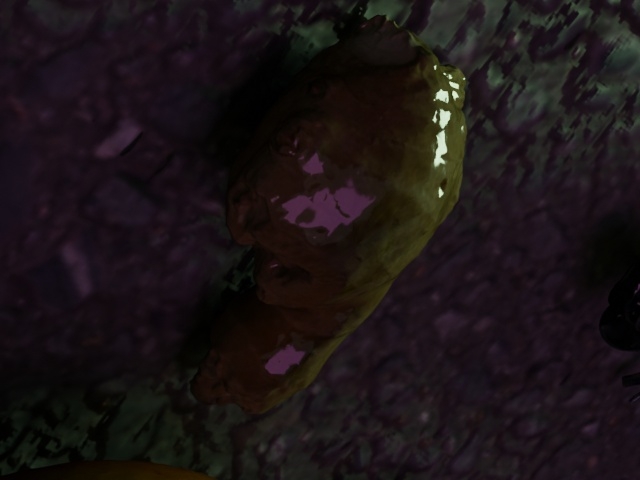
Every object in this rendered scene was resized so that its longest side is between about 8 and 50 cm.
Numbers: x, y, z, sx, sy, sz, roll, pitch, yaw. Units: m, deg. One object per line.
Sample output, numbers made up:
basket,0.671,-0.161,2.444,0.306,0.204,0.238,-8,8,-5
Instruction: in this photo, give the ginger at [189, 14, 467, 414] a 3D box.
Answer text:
ginger,-0.004,0.000,0.712,0.096,0.067,0.165,-4,128,-57

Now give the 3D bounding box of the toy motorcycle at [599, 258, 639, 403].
toy motorcycle,0.195,0.011,0.857,0.173,0.058,0.100,-30,140,-12

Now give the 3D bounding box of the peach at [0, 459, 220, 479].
peach,-0.070,0.217,0.702,0.281,0.238,0.280,2,83,-16
